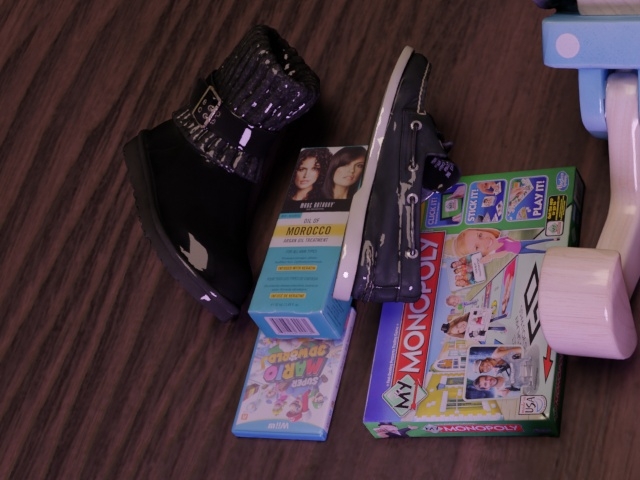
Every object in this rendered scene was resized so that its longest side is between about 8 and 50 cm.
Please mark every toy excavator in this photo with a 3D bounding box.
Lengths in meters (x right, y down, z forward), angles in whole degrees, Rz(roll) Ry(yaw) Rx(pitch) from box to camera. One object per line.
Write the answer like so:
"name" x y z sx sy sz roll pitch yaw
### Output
"toy excavator" 0.352 -0.138 1.705 0.222 0.445 0.433 2 18 29

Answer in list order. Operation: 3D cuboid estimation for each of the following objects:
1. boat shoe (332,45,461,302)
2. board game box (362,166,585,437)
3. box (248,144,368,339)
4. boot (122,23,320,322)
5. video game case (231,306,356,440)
"boat shoe" 0.102 -0.072 1.787 0.113 0.127 0.340 14 54 2
"board game box" 0.175 0.068 1.752 0.213 0.046 0.317 -4 57 24
"box" 0.000 0.000 1.865 0.100 0.060 0.244 -1 54 27
"boot" -0.098 -0.093 1.915 0.260 0.131 0.348 -37 48 14
"video game case" -0.030 0.152 1.820 0.119 0.015 0.166 -1 59 27
